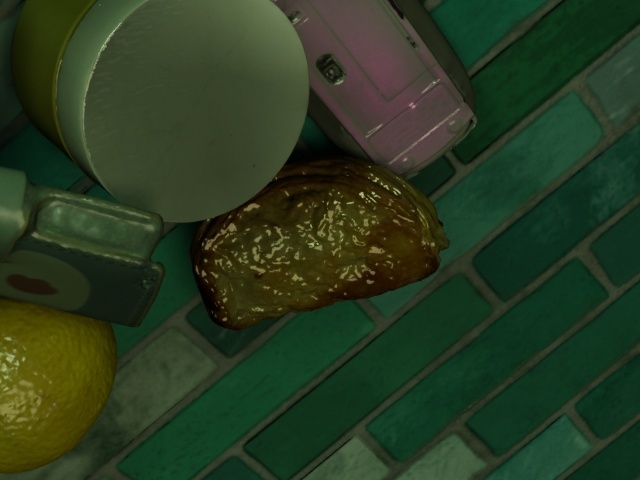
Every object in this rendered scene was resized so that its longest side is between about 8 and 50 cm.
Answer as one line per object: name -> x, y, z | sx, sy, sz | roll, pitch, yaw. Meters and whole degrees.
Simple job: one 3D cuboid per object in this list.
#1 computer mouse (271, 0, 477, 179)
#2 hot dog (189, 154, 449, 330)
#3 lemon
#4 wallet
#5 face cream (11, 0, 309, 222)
computer mouse -> 0.042, -0.179, 1.690 | 0.158, 0.072, 0.310 | -38, 133, 5
hot dog -> -0.002, -0.001, 1.765 | 0.259, 0.114, 0.175 | -15, 130, 3
lemon -> -0.297, 0.128, 1.677 | 0.244, 0.186, 0.187 | -47, 137, -31
wallet -> -0.314, -0.012, 1.504 | 0.360, 0.083, 0.252 | 13, 161, -10
face cream -> -0.145, -0.147, 1.532 | 0.218, 0.179, 0.218 | -13, 117, -26
